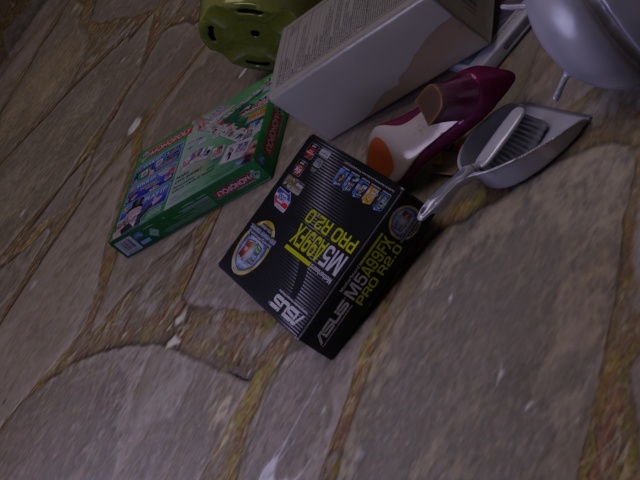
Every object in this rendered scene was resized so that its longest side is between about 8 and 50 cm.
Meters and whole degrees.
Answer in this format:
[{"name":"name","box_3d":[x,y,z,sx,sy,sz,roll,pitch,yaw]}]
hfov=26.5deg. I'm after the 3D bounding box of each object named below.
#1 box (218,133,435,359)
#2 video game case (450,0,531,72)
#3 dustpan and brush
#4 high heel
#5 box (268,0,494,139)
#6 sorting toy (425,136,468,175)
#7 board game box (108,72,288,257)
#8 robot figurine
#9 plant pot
[{"name":"box","box_3d":[0.000,0.000,1.674,0.216,0.060,0.270,-54,30,1]},{"name":"video game case","box_3d":[0.221,-0.303,1.823,0.183,0.023,0.201,-50,28,-5]},{"name":"dustpan and brush","box_3d":[0.192,-0.090,1.555,0.211,0.060,0.147,-51,29,-8]},{"name":"high heel","box_3d":[0.142,-0.138,1.672,0.082,0.117,0.244,64,150,19]},{"name":"box","box_3d":[0.080,-0.276,1.834,0.311,0.121,0.148,-27,41,42]},{"name":"sorting toy","box_3d":[0.167,-0.105,1.659,0.062,0.012,0.083,-55,29,-15]},{"name":"board game box","box_3d":[-0.186,-0.118,2.120,0.317,0.046,0.213,-27,34,33]},{"name":"robot figurine","box_3d":[0.362,-0.293,1.432,0.353,0.200,0.300,-33,66,25]},{"name":"plant pot","box_3d":[-0.084,-0.423,2.174,0.276,0.276,0.254,-17,52,43]}]
